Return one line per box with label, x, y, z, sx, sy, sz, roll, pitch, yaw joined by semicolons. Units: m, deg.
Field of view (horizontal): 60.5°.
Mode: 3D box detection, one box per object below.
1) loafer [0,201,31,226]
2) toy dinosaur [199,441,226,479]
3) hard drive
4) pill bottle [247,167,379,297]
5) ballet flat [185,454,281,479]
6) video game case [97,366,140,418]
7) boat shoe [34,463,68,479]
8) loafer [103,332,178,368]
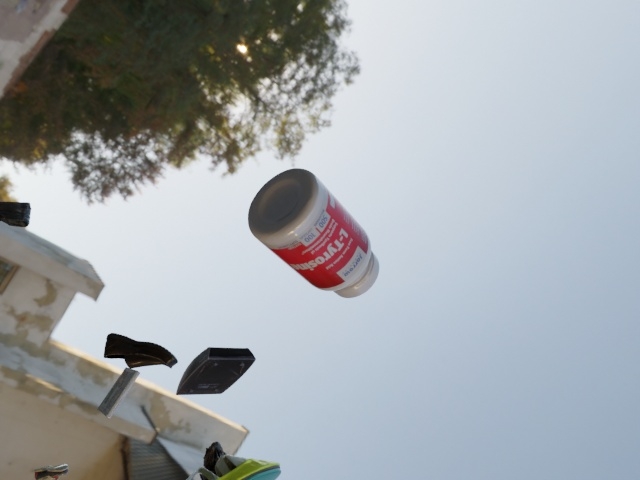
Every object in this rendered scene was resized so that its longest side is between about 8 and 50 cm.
loafer;-0.827;-0.079;1.397;0.062;0.169;0.061;138;-41;-57
toy dinosaur;-0.221;0.657;1.363;0.322;0.164;0.218;50;-40;22
hard drive;-0.320;0.393;1.650;0.255;0.171;0.054;-48;-134;40
pill bottle;0.000;0.000;1.552;0.228;0.407;0.229;-20;-130;25
ballet flat;-0.157;0.388;0.877;0.077;0.230;0.077;44;-62;25
video game case;-0.639;0.477;1.738;0.143;0.019;0.157;-12;-138;57
boat shoe;-0.774;0.674;1.583;0.136;0.049;0.043;-16;-100;27
loafer;-0.499;0.322;1.515;0.219;0.080;0.079;11;-119;13
